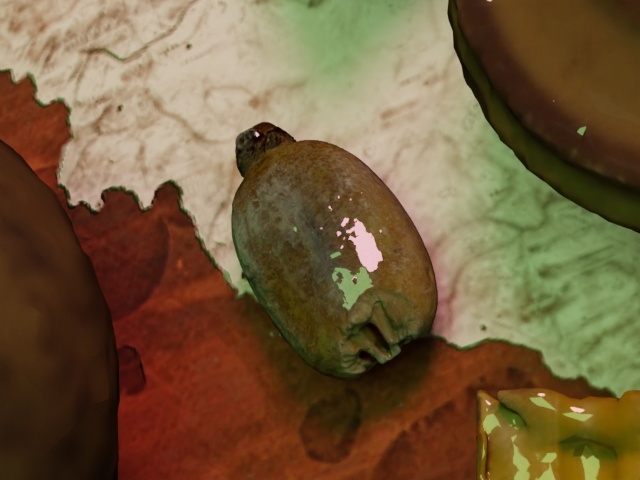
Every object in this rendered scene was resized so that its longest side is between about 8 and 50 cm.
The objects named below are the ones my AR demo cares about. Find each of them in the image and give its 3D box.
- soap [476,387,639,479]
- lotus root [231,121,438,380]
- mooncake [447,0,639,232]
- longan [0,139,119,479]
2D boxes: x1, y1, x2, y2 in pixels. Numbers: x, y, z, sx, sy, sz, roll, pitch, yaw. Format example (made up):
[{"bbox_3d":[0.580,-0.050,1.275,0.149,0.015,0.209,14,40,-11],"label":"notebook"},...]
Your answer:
[{"bbox_3d":[0.234,0.242,0.980,0.293,0.156,0.335,-6,73,19],"label":"soap"},{"bbox_3d":[0.000,0.000,1.189,0.113,0.088,0.192,-40,63,16],"label":"lotus root"},{"bbox_3d":[0.265,-0.176,1.041,0.393,0.246,0.394,-34,64,15],"label":"mooncake"},{"bbox_3d":[-0.313,0.091,1.142,0.391,0.391,0.391,-7,73,22],"label":"longan"}]
